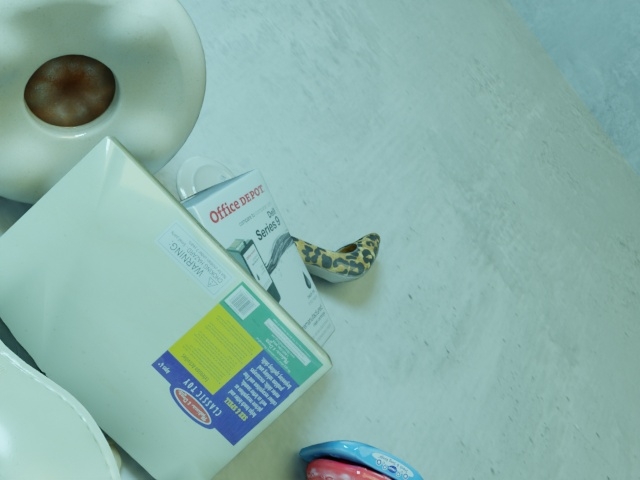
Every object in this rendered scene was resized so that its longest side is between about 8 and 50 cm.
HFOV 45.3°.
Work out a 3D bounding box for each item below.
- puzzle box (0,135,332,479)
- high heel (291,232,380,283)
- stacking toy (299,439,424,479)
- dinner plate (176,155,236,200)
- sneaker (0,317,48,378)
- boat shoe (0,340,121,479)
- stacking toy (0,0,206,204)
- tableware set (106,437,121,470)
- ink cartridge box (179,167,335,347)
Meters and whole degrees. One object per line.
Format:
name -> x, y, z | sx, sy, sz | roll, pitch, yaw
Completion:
puzzle box -> -0.218, 0.106, 0.978 | 0.409, 0.272, 0.052 | 47, 2, -9
high heel -> 0.000, 0.000, 1.363 | 0.261, 0.093, 0.186 | -40, 102, -40
stacking toy -> 0.021, 0.448, 1.090 | 0.175, 0.166, 0.301 | 31, 62, -14
dinner plate -> -0.181, -0.085, 1.308 | 0.141, 0.017, 0.141 | 25, 49, -33
sneaker -> -0.384, 0.156, 0.893 | 0.286, 0.109, 0.130 | 57, -2, 8
boat shoe -> -0.330, 0.185, 0.774 | 0.324, 0.096, 0.116 | 43, 42, 4
stacking toy -> -0.391, -0.310, 1.081 | 0.351, 0.350, 0.480 | 11, 33, -39
tableware set -> -0.304, 0.314, 0.935 | 0.141, 0.020, 0.168 | 6, 61, -42
ink cartridge box -> -0.118, 0.064, 1.122 | 0.289, 0.122, 0.211 | 65, 27, -10
